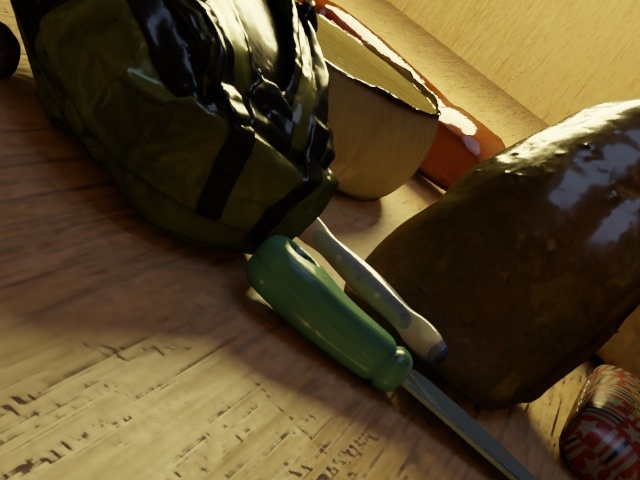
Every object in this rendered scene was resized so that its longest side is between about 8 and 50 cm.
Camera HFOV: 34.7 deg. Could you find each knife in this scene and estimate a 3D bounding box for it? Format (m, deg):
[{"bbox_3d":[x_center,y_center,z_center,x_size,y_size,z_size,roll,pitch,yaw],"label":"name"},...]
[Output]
[{"bbox_3d":[0.060,0.091,0.599,0.260,0.034,0.063,42,5,-7],"label":"knife"}]

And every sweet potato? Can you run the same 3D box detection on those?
[{"bbox_3d":[0.188,-0.015,0.738,0.158,0.370,0.158,44,-21,23],"label":"sweet potato"}]

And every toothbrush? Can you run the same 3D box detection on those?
[{"bbox_3d":[0.000,0.000,0.677,0.027,0.021,0.269,21,17,-45],"label":"toothbrush"}]

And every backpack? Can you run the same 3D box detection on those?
[{"bbox_3d":[-0.081,-0.109,0.640,0.207,0.140,0.253,20,34,-46],"label":"backpack"}]

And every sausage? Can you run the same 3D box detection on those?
[{"bbox_3d":[0.076,-0.160,1.160,0.348,0.094,0.097,44,32,15],"label":"sausage"}]

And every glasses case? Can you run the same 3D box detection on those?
[{"bbox_3d":[0.221,0.135,0.746,0.073,0.049,0.194,41,18,11],"label":"glasses case"}]

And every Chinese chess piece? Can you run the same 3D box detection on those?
[{"bbox_3d":[-0.008,-0.143,0.932,0.250,0.103,0.250,32,18,-12],"label":"Chinese chess piece"}]

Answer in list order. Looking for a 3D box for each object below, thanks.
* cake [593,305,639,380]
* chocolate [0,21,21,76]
[{"bbox_3d":[0.428,0.045,0.951,0.293,0.306,0.314,17,27,-52],"label":"cake"},{"bbox_3d":[-0.227,-0.139,0.620,0.101,0.031,0.064,34,13,-6],"label":"chocolate"}]
